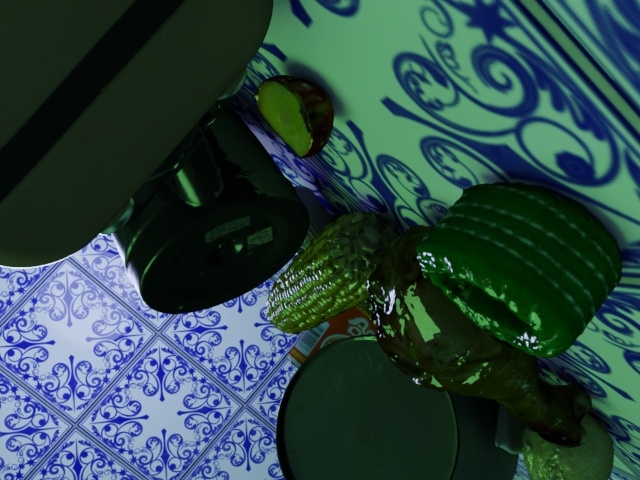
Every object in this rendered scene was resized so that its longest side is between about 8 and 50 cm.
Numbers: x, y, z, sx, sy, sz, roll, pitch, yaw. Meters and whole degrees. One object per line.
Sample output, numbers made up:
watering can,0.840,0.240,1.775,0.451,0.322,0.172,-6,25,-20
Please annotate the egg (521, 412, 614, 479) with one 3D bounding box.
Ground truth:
egg,0.321,0.274,0.814,0.118,0.116,0.140,-100,3,-70

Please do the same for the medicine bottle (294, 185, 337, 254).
medicine bottle,0.000,0.000,0.938,0.083,0.083,0.203,34,166,37

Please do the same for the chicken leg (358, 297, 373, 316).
chicken leg,0.112,0.094,0.956,0.103,0.088,0.228,15,160,48

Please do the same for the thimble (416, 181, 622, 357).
thimble,0.140,0.018,0.450,0.130,0.090,0.118,36,171,30

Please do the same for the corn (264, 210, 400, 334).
corn,0.009,0.051,0.834,0.115,0.115,0.318,42,150,-4

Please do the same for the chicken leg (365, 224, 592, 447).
chicken leg,0.157,0.118,0.684,0.212,0.140,0.361,20,155,44

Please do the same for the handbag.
handbag,-0.168,-0.122,0.424,0.149,0.301,0.283,37,175,30

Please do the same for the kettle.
kettle,-0.191,-0.117,0.781,0.324,0.228,0.321,56,167,25

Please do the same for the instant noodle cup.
instant noodle cup,0.042,0.220,1.368,0.193,0.212,0.193,39,170,8

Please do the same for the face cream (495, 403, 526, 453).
face cream,0.289,0.254,0.890,0.070,0.114,0.224,-4,153,30

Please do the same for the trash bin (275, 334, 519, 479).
trash bin,0.138,0.297,0.947,0.280,0.280,0.432,36,180,30

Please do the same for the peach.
peach,-0.021,-0.118,0.577,0.083,0.050,0.077,14,129,50
